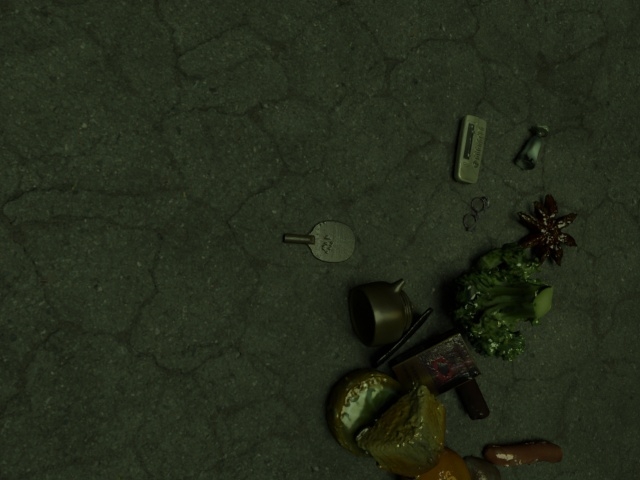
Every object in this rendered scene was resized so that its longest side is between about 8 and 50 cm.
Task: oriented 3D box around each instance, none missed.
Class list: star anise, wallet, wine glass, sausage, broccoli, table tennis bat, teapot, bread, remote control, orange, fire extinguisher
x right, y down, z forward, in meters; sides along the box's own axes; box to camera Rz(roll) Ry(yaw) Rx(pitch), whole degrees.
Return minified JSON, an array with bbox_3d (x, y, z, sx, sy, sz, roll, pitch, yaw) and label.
[{"bbox_3d":[0.811,-0.036,1.546,0.287,0.088,0.289,1,85,-16],"label":"star anise"},{"bbox_3d":[0.256,0.307,1.343,0.244,0.124,0.025,-39,71,-15],"label":"wallet"},{"bbox_3d":[0.761,-0.335,1.552,0.072,0.072,0.156,31,79,-14],"label":"wine glass"},{"bbox_3d":[0.705,0.734,1.488,0.304,0.078,0.078,5,87,-17],"label":"sausage"},{"bbox_3d":[0.574,0.194,1.374,0.338,0.317,0.277,-24,100,9],"label":"broccoli"},{"bbox_3d":[0.000,0.000,1.330,0.234,0.022,0.131,5,87,-19],"label":"table tennis bat"},{"bbox_3d":[0.197,0.223,1.301,0.175,0.186,0.268,-6,127,-18],"label":"teapot"},{"bbox_3d":[0.256,0.555,1.213,0.262,0.162,0.204,-42,120,-5],"label":"bread"},{"bbox_3d":[0.510,-0.309,1.481,0.090,0.049,0.231,13,85,-16],"label":"remote control"},{"bbox_3d":[0.354,0.742,1.325,0.219,0.193,0.220,-4,97,-33],"label":"orange"},{"bbox_3d":[0.468,0.466,1.425,0.089,0.072,0.268,-27,96,-20],"label":"fire extinguisher"}]

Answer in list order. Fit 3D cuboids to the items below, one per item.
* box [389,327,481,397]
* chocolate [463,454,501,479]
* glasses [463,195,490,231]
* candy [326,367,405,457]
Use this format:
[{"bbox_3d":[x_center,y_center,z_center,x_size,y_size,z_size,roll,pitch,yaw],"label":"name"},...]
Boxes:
[{"bbox_3d":[0.359,0.401,1.356,0.240,0.071,0.160,-28,91,5],"label":"box"},{"bbox_3d":[0.522,0.859,1.422,0.160,0.083,0.262,19,82,-17],"label":"chocolate"},{"bbox_3d":[0.551,-0.100,1.457,0.062,0.103,0.140,32,76,-12],"label":"glasses"},{"bbox_3d":[0.144,0.518,1.307,0.259,0.118,0.260,0,89,-22],"label":"candy"}]
